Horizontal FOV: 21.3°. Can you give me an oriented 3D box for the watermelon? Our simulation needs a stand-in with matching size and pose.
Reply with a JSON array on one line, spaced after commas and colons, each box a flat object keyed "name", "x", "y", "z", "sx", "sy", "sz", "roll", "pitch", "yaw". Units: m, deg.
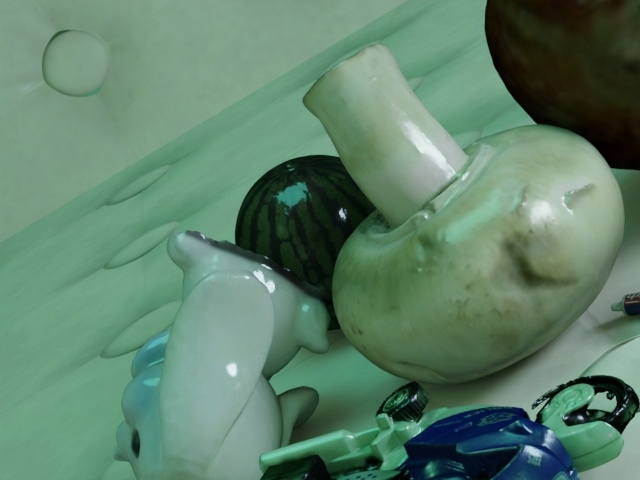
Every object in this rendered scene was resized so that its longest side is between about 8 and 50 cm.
[{"name": "watermelon", "x": 0.000, "y": 0.000, "z": 2.026, "sx": 0.212, "sy": 0.212, "sz": 0.212, "roll": -29, "pitch": 16, "yaw": 9}]

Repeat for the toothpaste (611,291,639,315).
[{"name": "toothpaste", "x": 0.333, "y": 0.054, "z": 1.598, "sx": 0.140, "sy": 0.021, "sz": 0.037, "roll": -13, "pitch": 28, "yaw": 42}]

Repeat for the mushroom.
[{"name": "mushroom", "x": 0.138, "y": -0.007, "z": 1.732, "sx": 0.315, "sy": 0.315, "sz": 0.356, "roll": -35, "pitch": 49, "yaw": -14}]

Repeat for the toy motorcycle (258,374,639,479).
[{"name": "toy motorcycle", "x": 0.102, "y": 0.200, "z": 1.401, "sx": 0.331, "sy": 0.125, "sz": 0.196, "roll": -19, "pitch": 18, "yaw": 24}]

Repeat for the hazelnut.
[{"name": "hazelnut", "x": 0.379, "y": -0.242, "z": 1.791, "sx": 0.421, "sy": 0.352, "sz": 0.421, "roll": 3, "pitch": 10, "yaw": -1}]

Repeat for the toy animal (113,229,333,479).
[{"name": "toy animal", "x": -0.089, "y": 0.147, "z": 1.748, "sx": 0.174, "sy": 0.289, "sz": 0.249, "roll": 5, "pitch": -11, "yaw": 28}]
